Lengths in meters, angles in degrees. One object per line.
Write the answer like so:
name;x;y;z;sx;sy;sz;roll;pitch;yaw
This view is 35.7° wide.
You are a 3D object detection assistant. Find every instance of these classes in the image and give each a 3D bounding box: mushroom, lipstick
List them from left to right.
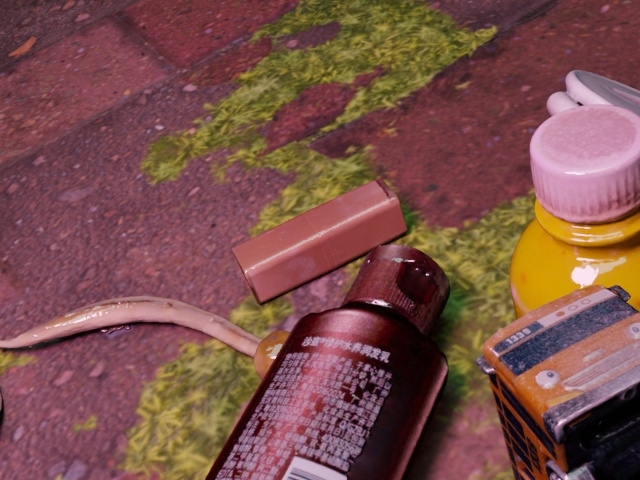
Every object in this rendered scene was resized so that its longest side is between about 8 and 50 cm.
mushroom;-0.145;0.077;0.839;0.306;0.043;0.068;3;20;28
lipstick;0.000;0.000;0.858;0.145;0.045;0.045;-26;41;-6

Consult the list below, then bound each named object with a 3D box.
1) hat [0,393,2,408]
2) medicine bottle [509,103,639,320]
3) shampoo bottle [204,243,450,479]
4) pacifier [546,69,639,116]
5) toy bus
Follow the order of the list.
hat;-0.388;0.134;0.802;0.226;0.219;0.164;32;82;20
medicine bottle;0.180;0.019;0.628;0.122;0.212;0.122;-12;40;10
shampoo bottle;0.002;0.137;0.671;0.129;0.084;0.323;7;45;26
pacifier;0.299;-0.095;0.707;0.207;0.227;0.279;-61;36;20
toy bus;0.155;0.115;0.554;0.091;0.182;0.103;-26;38;-8
